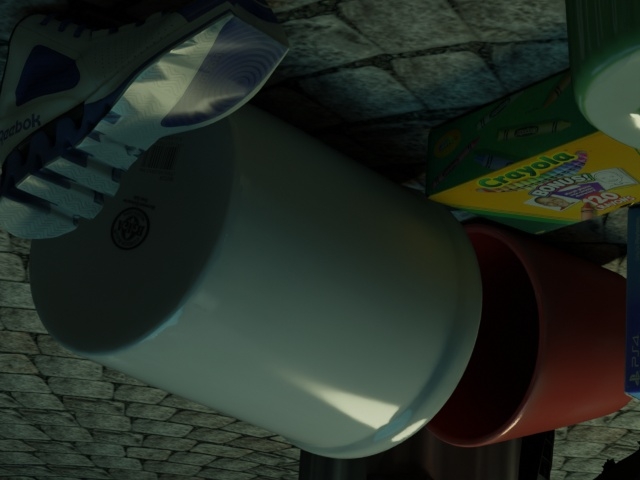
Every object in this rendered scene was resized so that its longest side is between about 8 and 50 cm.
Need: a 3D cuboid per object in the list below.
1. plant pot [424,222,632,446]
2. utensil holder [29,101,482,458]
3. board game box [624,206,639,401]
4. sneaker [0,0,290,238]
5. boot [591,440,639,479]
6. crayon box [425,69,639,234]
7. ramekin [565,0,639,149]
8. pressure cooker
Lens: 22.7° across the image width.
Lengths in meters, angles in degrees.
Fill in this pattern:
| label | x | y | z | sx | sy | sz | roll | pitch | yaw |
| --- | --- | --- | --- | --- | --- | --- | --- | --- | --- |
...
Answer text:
| label | x | y | z | sx | sy | sz | roll | pitch | yaw |
| --- | --- | --- | --- | --- | --- | --- | --- | --- | --- |
| plant pot | 0.270 | 0.125 | 2.017 | 0.243 | 0.275 | 0.275 | 6 | 164 | -38 |
| utensil holder | -0.070 | 0.035 | 1.707 | 0.327 | 0.328 | 0.385 | -12 | 154 | 40 |
| board game box | 0.508 | 0.068 | 1.812 | 0.291 | 0.232 | 0.141 | -11 | 155 | 36 |
| sneaker | -0.201 | -0.161 | 1.480 | 0.315 | 0.182 | 0.127 | -35 | 148 | 16 |
| boot | 0.541 | 0.374 | 2.388 | 0.146 | 0.445 | 0.367 | 43 | 162 | 35 |
| crayon box | 0.258 | -0.092 | 1.633 | 0.165 | 0.081 | 0.278 | 17 | 157 | -32 |
| ramekin | 0.339 | -0.176 | 1.274 | 0.303 | 0.148 | 0.303 | 4 | 161 | 1 |
| pressure cooker | 0.148 | 0.334 | 2.363 | 0.370 | 0.420 | 0.375 | 19 | 156 | -32 |
